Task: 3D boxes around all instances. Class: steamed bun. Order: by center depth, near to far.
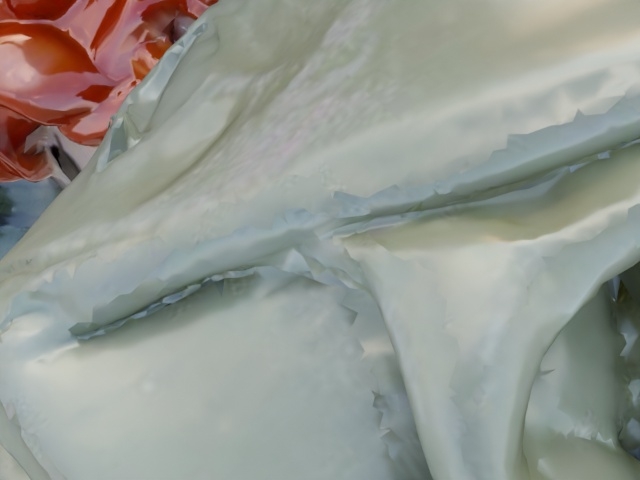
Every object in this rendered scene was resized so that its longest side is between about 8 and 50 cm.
[{"bbox_3d":[0.080,0.054,0.427,0.324,0.219,0.310,-30,105,-6],"label":"steamed bun"}]

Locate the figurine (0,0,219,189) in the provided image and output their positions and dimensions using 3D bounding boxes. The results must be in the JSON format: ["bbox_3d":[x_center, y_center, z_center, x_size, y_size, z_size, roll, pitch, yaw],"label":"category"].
[{"bbox_3d":[-0.003,0.011,0.690,0.306,0.241,0.412,-12,77,17],"label":"figurine"}]

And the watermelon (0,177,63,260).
[{"bbox_3d":[-0.246,-0.017,1.153,0.212,0.212,0.212,-2,75,7],"label":"watermelon"}]
